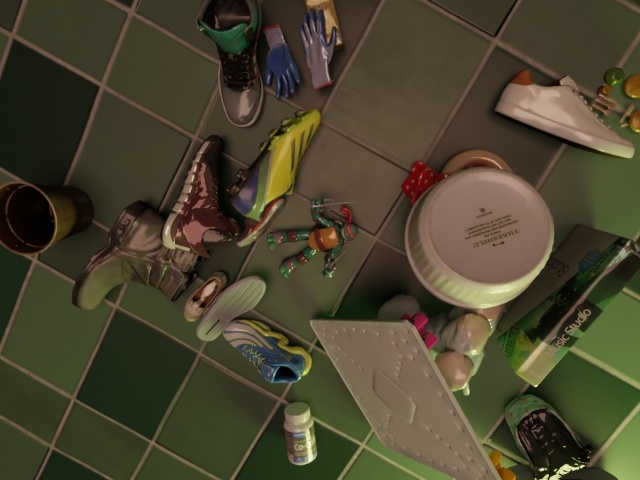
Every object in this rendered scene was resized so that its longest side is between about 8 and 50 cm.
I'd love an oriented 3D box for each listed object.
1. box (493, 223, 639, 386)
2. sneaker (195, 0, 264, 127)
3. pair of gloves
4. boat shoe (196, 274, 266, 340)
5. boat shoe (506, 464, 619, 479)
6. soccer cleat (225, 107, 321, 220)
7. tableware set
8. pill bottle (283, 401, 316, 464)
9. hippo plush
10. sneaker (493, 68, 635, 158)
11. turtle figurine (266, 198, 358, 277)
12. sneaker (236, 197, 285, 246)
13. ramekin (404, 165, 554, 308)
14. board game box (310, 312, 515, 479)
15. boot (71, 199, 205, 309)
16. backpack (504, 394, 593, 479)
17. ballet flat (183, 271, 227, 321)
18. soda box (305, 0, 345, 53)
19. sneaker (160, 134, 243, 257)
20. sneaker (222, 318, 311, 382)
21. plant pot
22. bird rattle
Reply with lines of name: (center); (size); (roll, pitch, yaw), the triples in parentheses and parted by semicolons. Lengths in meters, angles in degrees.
box: (0.496, 0.121, 0.908); (0.059, 0.232, 0.321); (33, 103, 4)
sneaker: (-0.179, -0.391, 0.910); (0.124, 0.178, 0.295); (2, 102, 6)
pair of gloves: (-0.047, -0.395, 0.932); (0.198, 0.023, 0.159); (-2, 106, 34)
boat shoe: (-0.228, 0.150, 1.077); (0.226, 0.075, 0.083); (-40, 120, 12)
boat shoe: (0.573, 0.624, 1.065); (0.307, 0.113, 0.104); (0, 108, -9)
soccer cleat: (-0.088, -0.171, 0.984); (0.121, 0.093, 0.289); (41, 87, -25)
tableware set: (0.654, -0.291, 0.915); (0.154, 0.024, 0.104); (28, 100, 2)
pill bottle: (-0.054, 0.495, 1.126); (0.078, 0.078, 0.137); (-5, 101, 8)
hippo plush: (0.258, 0.186, 0.983); (0.237, 0.294, 0.234); (24, 82, 27)
sneaker: (0.519, -0.263, 0.891); (0.290, 0.106, 0.123); (25, 105, 3)
turtle figurine: (0.000, 0.000, 1.002); (0.234, 0.118, 0.175); (-19, 84, 25)
sneaker: (-0.154, -0.055, 1.044); (0.065, 0.061, 0.158); (42, 94, 9)
ramekin: (0.296, -0.013, 0.815); (0.273, 0.127, 0.272); (-1, 77, 6)
board game box: (0.172, 0.324, 0.944); (0.050, 0.390, 0.389); (-34, 98, -28)
boot: (-0.445, 0.090, 1.076); (0.223, 0.118, 0.338); (36, 107, -7)
backpack: (0.522, 0.463, 1.035); (0.152, 0.115, 0.182); (-35, 95, 0)
ballet flat: (-0.299, 0.143, 1.096); (0.057, 0.052, 0.168); (39, 103, -2)
soda box: (0.001, -0.496, 0.928); (0.058, 0.061, 0.181); (-13, 100, 9)
sneaker: (-0.239, -0.089, 1.008); (0.163, 0.106, 0.281); (23, 88, -6)
sneaker: (-0.137, 0.273, 1.066); (0.240, 0.126, 0.091); (21, 103, 2)
plant pot: (-0.648, -0.065, 1.038); (0.167, 0.165, 0.166); (1, 102, 6)
bird rattle: (0.320, -0.106, 0.964); (0.253, 0.143, 0.207); (41, 91, 11)
